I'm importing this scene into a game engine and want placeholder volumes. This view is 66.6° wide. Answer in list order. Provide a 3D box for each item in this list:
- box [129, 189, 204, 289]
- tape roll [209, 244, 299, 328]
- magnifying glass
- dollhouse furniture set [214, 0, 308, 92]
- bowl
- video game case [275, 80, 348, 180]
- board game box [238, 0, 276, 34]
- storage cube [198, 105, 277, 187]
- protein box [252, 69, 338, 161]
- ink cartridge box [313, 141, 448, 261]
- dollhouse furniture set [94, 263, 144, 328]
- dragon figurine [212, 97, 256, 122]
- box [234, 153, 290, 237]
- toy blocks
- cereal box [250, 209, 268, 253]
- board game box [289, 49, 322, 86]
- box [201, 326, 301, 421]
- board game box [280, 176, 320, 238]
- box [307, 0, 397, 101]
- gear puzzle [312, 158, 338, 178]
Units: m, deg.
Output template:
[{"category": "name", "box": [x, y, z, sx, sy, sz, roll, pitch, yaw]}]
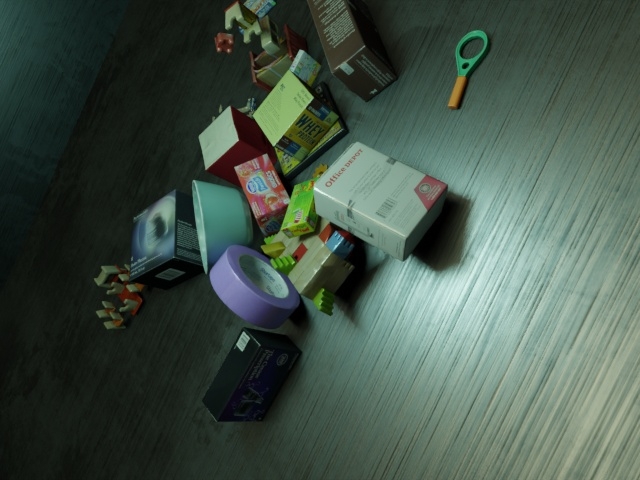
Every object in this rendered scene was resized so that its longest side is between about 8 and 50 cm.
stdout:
[{"category": "box", "box": [-0.600, 0.003, 1.935, 0.296, 0.182, 0.294, -25, 59, 31]}, {"category": "tape roll", "box": [-0.196, 0.138, 1.480, 0.090, 0.274, 0.275, -49, 50, 15]}, {"category": "magnifying glass", "box": [0.404, -0.478, 1.361, 0.092, 0.026, 0.231, 16, 86, 42]}, {"category": "dollhouse furniture set", "box": [-0.228, -0.704, 1.742, 0.201, 0.374, 0.152, -22, 66, 31]}, {"category": "bowl", "box": [-0.321, -0.053, 1.616, 0.311, 0.163, 0.312, 171, 90, -72]}, {"category": "video game case", "box": [-0.051, -0.383, 1.705, 0.275, 0.035, 0.248, -36, 55, 25]}, {"category": "board game box", "box": [-0.285, -1.010, 2.122, 0.201, 0.035, 0.136, -35, 55, 26]}, {"category": "storage cube", "box": [-0.308, -0.337, 1.799, 0.215, 0.193, 0.184, -34, 56, 25]}, {"category": "protein box", "box": [-0.086, -0.415, 1.629, 0.201, 0.136, 0.200, -47, 50, 17]}, {"category": "ink cartridge box", "box": [0.153, -0.108, 1.270, 0.283, 0.117, 0.207, 30, 63, 22]}, {"category": "dollhouse furniture set", "box": [-0.865, 0.219, 2.143, 0.259, 0.135, 0.262, 40, 102, 30]}, {"category": "dragon figurine", "box": [-0.352, -0.461, 1.951, 0.289, 0.144, 0.085, -42, 51, 46]}, {"category": "box", "box": [-0.185, -0.153, 1.648, 0.128, 0.123, 0.257, -23, 55, -5]}, {"category": "toy blocks", "box": [0.000, 0.000, 1.422, 0.261, 0.190, 0.381, -52, 35, 8]}, {"category": "cereal box", "box": [-0.273, 0.012, 1.742, 0.173, 0.047, 0.240, 25, 91, 42]}, {"category": "board game box", "box": [-0.071, -0.584, 1.745, 0.026, 0.103, 0.154, 34, 98, 42]}, {"category": "box", "box": [-0.203, 0.404, 1.454, 0.103, 0.184, 0.261, 35, 98, 39]}, {"category": "board game box", "box": [-0.047, -0.096, 1.408, 0.092, 0.043, 0.181, -16, 43, 32]}, {"category": "box", "box": [0.095, -0.659, 1.573, 0.143, 0.191, 0.381, -30, 58, 29]}, {"category": "gear puzzle", "box": [0.083, -0.155, 1.509, 0.339, 0.044, 0.176, 28, 103, 46]}]
